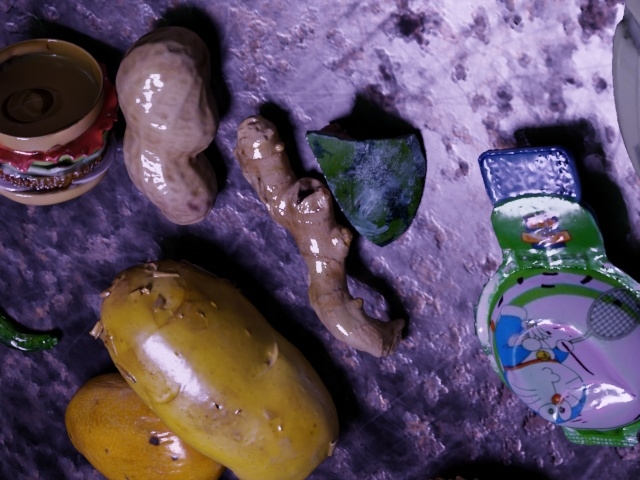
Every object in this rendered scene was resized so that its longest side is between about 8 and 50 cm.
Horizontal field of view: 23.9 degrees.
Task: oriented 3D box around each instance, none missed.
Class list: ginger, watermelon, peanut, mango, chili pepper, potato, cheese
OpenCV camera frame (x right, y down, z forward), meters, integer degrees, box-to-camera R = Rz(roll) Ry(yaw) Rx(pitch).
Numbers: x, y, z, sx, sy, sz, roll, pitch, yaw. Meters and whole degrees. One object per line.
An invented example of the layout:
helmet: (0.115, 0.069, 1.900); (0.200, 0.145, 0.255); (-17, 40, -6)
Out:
ginger: (0.000, 0.000, 1.520); (0.089, 0.075, 0.288); (-26, 100, 38)
watermelon: (0.053, -0.058, 1.457); (0.101, 0.080, 0.155); (-17, 112, 3)
peanut: (-0.152, -0.111, 1.529); (0.104, 0.085, 0.228); (14, 130, 13)
mango: (-0.217, 0.234, 1.800); (0.262, 0.109, 0.157); (-4, 122, 38)
chili pepper: (-0.372, 0.121, 1.878); (0.118, 0.035, 0.055); (21, 147, 26)
potato: (-0.114, 0.143, 1.645); (0.300, 0.140, 0.173); (43, 128, -7)
cheese: (0.223, 0.059, 1.392); (0.204, 0.083, 0.320); (-2, 120, 35)

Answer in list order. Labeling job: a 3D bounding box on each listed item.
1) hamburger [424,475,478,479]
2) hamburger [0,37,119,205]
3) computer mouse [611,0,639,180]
hamburger: (0.173, 0.386, 1.601); (0.302, 0.170, 0.302); (19, 126, 27)
hamburger: (-0.288, -0.115, 1.575); (0.175, 0.175, 0.137); (26, 145, 17)
computer mouse: (0.332, -0.143, 1.137); (0.228, 0.145, 0.429); (17, 128, 27)
